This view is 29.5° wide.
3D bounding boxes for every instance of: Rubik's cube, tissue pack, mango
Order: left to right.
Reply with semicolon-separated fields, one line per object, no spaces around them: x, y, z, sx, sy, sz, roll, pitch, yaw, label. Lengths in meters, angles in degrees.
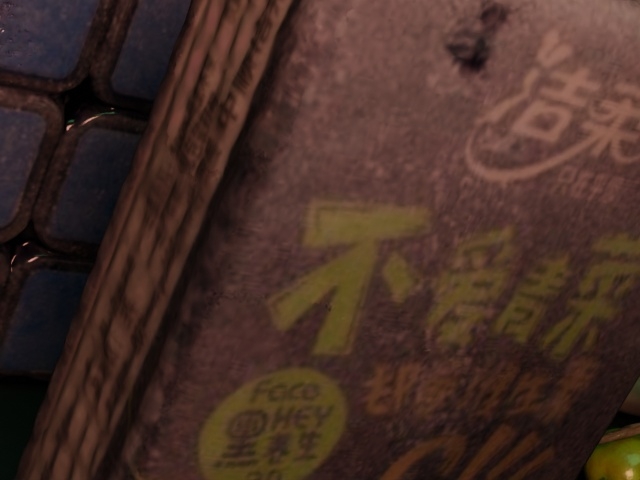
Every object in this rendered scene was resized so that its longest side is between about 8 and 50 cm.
-0.186;-0.107;0.817;0.301;0.305;0.304;9;25;-38;Rubik's cube
0.035;0.040;0.587;0.288;0.394;0.124;8;27;-36;tissue pack
0.249;0.182;0.971;0.073;0.056;0.108;36;13;25;mango

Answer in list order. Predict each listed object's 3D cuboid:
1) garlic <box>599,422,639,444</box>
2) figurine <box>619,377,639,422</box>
0.163;0.075;0.886;0.256;0.207;0.207;14;22;-8;garlic
0.394;0.131;1.121;0.370;0.167;0.281;11;54;-9;figurine
